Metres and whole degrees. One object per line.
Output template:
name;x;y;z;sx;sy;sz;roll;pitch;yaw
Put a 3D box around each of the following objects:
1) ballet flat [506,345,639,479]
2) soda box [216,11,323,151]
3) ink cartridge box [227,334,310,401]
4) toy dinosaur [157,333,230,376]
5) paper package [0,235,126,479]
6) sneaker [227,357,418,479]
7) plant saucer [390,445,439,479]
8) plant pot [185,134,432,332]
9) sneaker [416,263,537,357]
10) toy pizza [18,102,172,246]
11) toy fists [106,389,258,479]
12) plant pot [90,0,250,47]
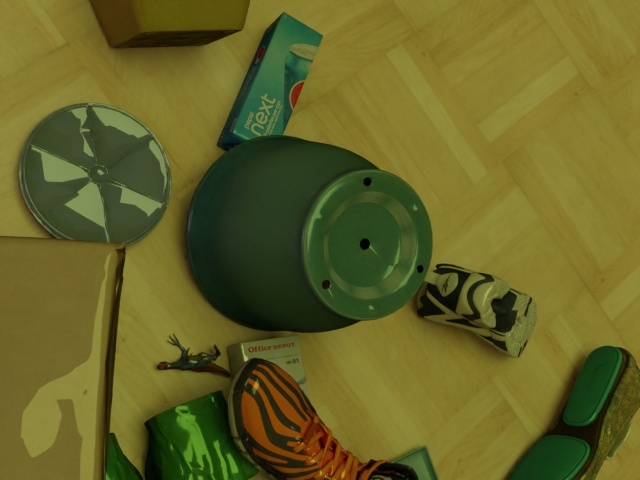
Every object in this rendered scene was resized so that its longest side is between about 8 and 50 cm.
ballet flat;0.394;0.316;1.607;0.123;0.123;0.348;44;63;-11
soda box;-0.071;-0.216;1.521;0.071;0.067;0.210;28;68;-18
ink cartridge box;-0.068;0.193;1.434;0.089;0.052;0.122;-6;80;-27
toy dinosaur;-0.170;0.163;1.400;0.082;0.047;0.090;-28;102;-11
paper package;-0.389;0.153;1.173;0.325;0.168;0.309;4;75;-9
sneaker;0.020;0.271;1.328;0.124;0.180;0.321;-56;131;-35
plant saucer;0.155;0.394;1.518;0.067;0.018;0.192;-20;86;-29
plant pot;0.000;0.000;1.363;0.272;0.255;0.271;-3;96;-28
sneaker;0.221;0.095;1.584;0.235;0.153;0.094;27;85;-56
toy pizza;-0.295;-0.083;1.399;0.201;0.032;0.201;6;75;-24
toy fists;-0.212;0.298;1.317;0.279;0.096;0.142;-18;77;-27
plant pot;-0.201;-0.361;1.424;0.212;0.212;0.187;-8;95;-28
